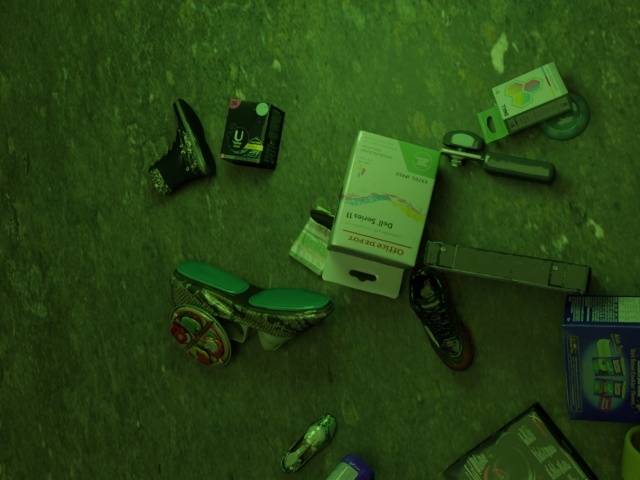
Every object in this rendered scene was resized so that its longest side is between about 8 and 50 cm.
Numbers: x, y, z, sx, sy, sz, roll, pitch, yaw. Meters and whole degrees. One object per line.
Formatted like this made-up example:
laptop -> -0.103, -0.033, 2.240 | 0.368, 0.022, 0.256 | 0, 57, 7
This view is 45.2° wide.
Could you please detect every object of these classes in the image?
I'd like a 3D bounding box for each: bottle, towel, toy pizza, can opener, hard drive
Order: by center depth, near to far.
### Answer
hard drive -> 0.419, 0.062, 1.699 | 0.339, 0.237, 0.064 | 9, 89, 20
bottle -> 0.010, 0.634, 1.800 | 0.092, 0.118, 0.283 | 36, 63, 19
can opener -> 0.413, -0.195, 1.809 | 0.280, 0.074, 0.093 | 18, 91, 21
towel -> 0.000, 0.000, 1.978 | 0.113, 0.023, 0.152 | 34, 95, 17
toy pizza -> -0.320, 0.255, 2.008 | 0.201, 0.032, 0.201 | 19, 130, 24

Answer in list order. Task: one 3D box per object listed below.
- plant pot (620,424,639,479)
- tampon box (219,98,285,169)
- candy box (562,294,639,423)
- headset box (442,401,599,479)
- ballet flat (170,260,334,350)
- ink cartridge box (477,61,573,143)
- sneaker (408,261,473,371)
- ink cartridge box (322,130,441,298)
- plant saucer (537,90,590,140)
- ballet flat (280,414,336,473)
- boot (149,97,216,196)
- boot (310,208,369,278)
plant pot -> 0.733, 0.531, 1.553 | 0.254, 0.254, 0.238 | 8, 105, 21
tampon box -> -0.178, -0.278, 2.021 | 0.121, 0.101, 0.160 | 9, 88, 20
candy box -> 0.672, 0.248, 1.583 | 0.317, 0.122, 0.268 | 0, 123, 22
headset box -> 0.434, 0.538, 1.720 | 0.293, 0.110, 0.218 | -41, 73, 13
ballet flat -> -0.180, 0.183, 1.975 | 0.483, 0.164, 0.181 | 12, 111, 27
ink cartridge box -> 0.464, -0.319, 1.785 | 0.209, 0.062, 0.109 | -22, 50, 18
sneaker -> 0.275, 0.178, 1.798 | 0.098, 0.135, 0.276 | -23, 79, 15
ink cartridge box -> 0.140, -0.056, 1.815 | 0.207, 0.119, 0.353 | 14, 82, -4
plant saucer -> 0.564, -0.293, 1.789 | 0.119, 0.021, 0.119 | -2, 86, 20
ballet flat -> -0.033, 0.514, 1.921 | 0.070, 0.070, 0.188 | 41, 99, 19
boot -> -0.403, -0.254, 2.113 | 0.179, 0.085, 0.236 | -27, 77, 19
boot -> 0.055, 0.005, 1.907 | 0.219, 0.082, 0.106 | 26, 91, 9
